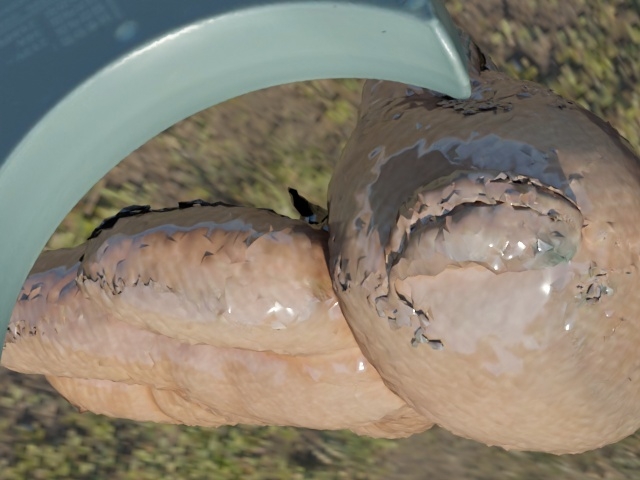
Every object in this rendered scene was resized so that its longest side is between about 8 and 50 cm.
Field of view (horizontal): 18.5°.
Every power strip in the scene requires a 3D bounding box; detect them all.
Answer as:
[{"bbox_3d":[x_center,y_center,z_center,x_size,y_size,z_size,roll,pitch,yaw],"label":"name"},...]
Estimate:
[{"bbox_3d":[-0.070,-0.041,0.610,0.216,0.044,0.137,-30,56,-2],"label":"power strip"}]

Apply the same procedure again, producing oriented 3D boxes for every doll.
[{"bbox_3d":[0.000,0.000,0.742,0.303,0.201,0.156,-3,74,32],"label":"doll"}]
